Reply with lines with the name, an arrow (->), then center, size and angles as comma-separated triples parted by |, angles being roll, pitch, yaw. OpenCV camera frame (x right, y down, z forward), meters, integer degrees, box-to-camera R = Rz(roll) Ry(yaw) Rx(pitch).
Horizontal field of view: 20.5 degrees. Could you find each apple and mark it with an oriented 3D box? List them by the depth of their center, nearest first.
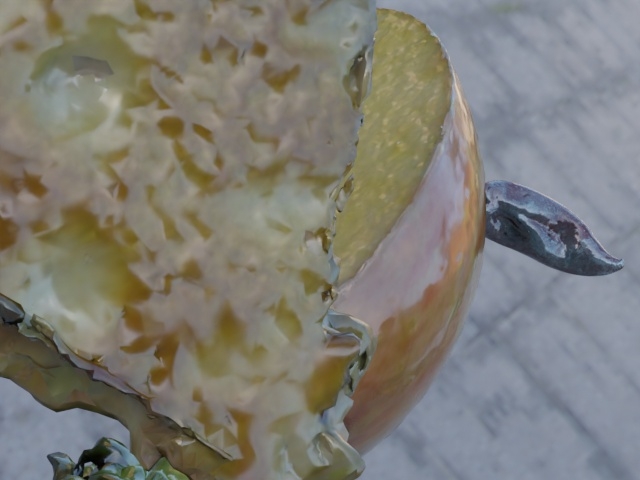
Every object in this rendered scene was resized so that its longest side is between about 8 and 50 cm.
apple -> 0.000, 0.000, 1.287 | 0.252, 0.314, 0.309 | 34, 61, 7

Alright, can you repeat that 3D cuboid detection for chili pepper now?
chili pepper -> 0.169, -0.011, 1.411 | 0.153, 0.050, 0.041 | 23, 42, -6

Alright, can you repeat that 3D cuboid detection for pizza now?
pizza -> -0.109, -0.092, 0.548 | 0.130, 0.440, 0.406 | 10, -58, 68

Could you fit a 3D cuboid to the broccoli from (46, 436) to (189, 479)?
broccoli -> -0.076, 0.257, 0.855 | 0.272, 0.324, 0.334 | -10, 81, -21
